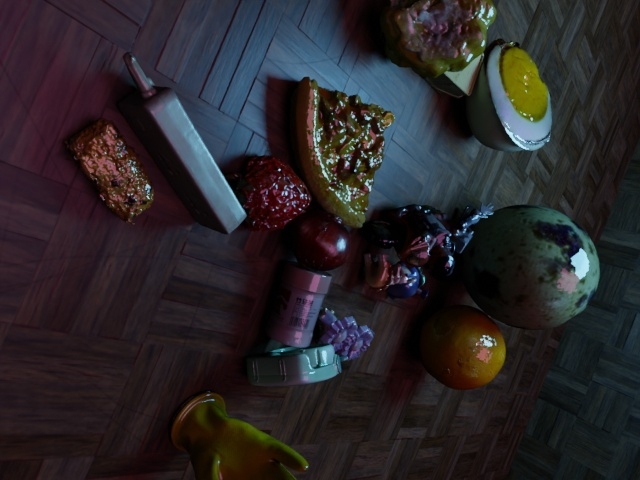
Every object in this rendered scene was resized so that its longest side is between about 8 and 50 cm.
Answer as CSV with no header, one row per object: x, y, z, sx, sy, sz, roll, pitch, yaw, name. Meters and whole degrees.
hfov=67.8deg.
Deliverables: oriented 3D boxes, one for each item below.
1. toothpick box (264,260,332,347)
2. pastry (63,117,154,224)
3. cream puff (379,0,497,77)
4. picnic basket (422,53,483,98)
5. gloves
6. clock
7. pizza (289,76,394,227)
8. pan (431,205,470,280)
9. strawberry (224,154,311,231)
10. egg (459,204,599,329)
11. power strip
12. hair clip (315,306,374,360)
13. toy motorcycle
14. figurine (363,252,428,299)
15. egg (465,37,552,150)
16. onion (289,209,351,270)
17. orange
-0.045,0.126,0.953,0.098,0.098,0.149,13,96,-48,toothpick box
-0.281,-0.093,0.656,0.080,0.056,0.140,-40,134,-13,pastry
0.233,-0.425,0.957,0.194,0.220,0.195,-16,90,-78,cream puff
0.301,-0.418,1.114,0.164,0.079,0.115,18,93,-47,picnic basket
-0.135,0.380,0.814,0.116,0.294,0.133,40,77,-47,gloves
-0.036,0.252,0.980,0.210,0.159,0.066,5,76,-54,clock
0.027,-0.157,0.936,0.257,0.087,0.269,2,106,-43,pizza
0.383,0.005,1.400,0.136,0.028,0.235,19,94,-49,pan
-0.080,-0.075,0.852,0.140,0.085,0.192,-56,138,-17,strawberry
0.569,0.068,1.353,0.344,0.428,0.345,-3,102,-12,egg
-0.206,-0.131,0.691,0.053,0.093,0.288,-48,133,-24,power strip
0.050,0.218,1.114,0.106,0.084,0.292,-45,140,0,hair clip
0.295,-0.017,1.175,0.401,0.207,0.134,-17,138,-42,toy motorcycle
0.178,0.094,1.183,0.195,0.111,0.102,14,81,-42,figurine
0.463,-0.360,1.249,0.264,0.174,0.286,-46,111,-32,egg
0.000,0.000,0.931,0.131,0.131,0.131,-19,118,-40,onion
0.408,0.310,1.387,0.246,0.246,0.246,-19,118,-40,orange
